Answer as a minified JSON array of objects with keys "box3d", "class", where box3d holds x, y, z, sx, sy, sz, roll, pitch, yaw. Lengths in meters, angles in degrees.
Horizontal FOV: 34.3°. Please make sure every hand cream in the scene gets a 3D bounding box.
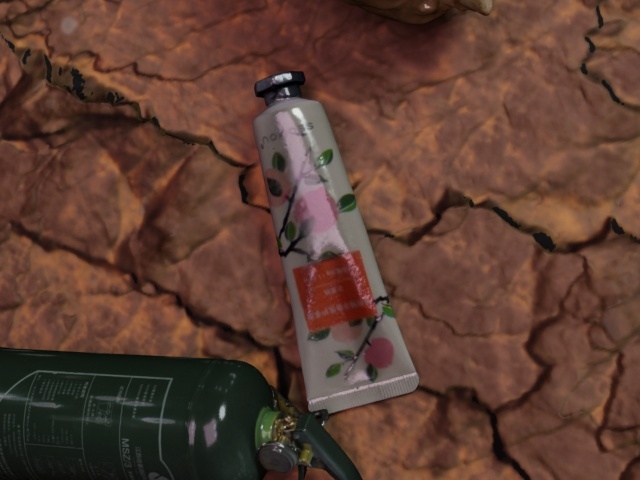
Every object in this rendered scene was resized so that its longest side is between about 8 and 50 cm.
[{"box3d":[0.000,0.000,0.713,0.080,0.050,0.234,-16,87,11],"class":"hand cream"}]

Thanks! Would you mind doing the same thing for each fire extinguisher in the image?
[{"box3d":[-0.129,0.130,0.716,0.311,0.095,0.114,-1,122,18],"class":"fire extinguisher"}]

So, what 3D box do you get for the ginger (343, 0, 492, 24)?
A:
[{"box3d":[0.018,-0.239,0.678,0.152,0.138,0.267,-27,73,8],"class":"ginger"}]
